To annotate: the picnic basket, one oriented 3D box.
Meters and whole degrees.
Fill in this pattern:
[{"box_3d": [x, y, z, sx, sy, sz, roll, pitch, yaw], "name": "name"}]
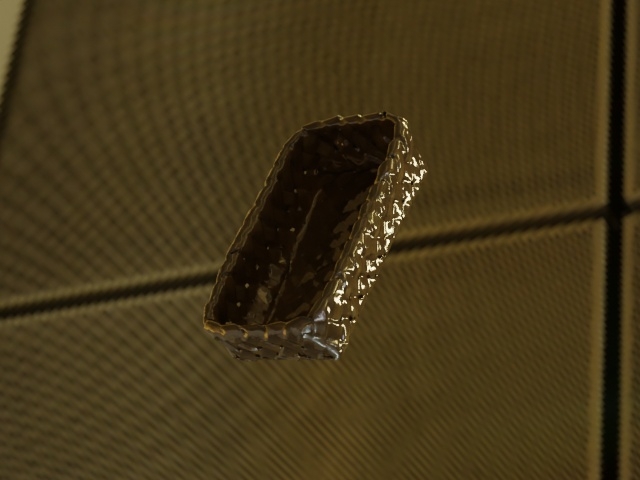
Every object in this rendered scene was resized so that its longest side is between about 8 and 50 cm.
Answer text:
[{"box_3d": [0.000, 0.000, 1.227, 0.110, 0.055, 0.193, -4, -132, 38], "name": "picnic basket"}]
